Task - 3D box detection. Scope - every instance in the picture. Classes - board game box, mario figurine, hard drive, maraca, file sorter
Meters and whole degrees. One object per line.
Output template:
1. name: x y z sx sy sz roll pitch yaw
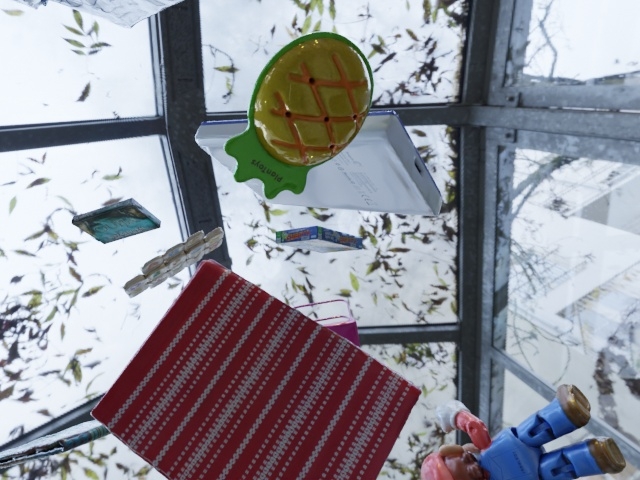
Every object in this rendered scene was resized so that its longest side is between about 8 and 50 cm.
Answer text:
1. board game box: -0.545 -0.049 1.230 0.186 0.026 0.126 -16 -31 12
2. mario figurine: 0.314 0.359 0.769 0.170 0.198 0.320 39 -60 -24
3. hard drive: -0.004 -0.107 0.680 0.210 0.318 0.040 41 -117 -51
4. maraca: -0.021 -0.126 0.482 0.127 0.099 0.186 29 -72 -31
5. file sorter: 0.018 0.351 1.420 0.201 0.182 0.291 -10 -70 -1
6. board game box: 0.000 0.000 1.191 0.201 0.136 0.035 13 -106 -51

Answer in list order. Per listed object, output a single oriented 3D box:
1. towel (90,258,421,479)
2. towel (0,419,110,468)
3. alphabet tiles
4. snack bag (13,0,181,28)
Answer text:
1. towel: -0.067 0.157 0.451 0.199 0.274 0.031 -56 -18 -17
2. towel: -0.478 0.407 1.025 0.271 0.370 0.040 -23 -102 24
3. alphabet tiles: -0.380 0.060 1.204 0.284 0.278 0.021 -33 -95 -23
4. snack bag: -0.392 -0.401 0.689 0.342 0.322 0.037 2 -84 -45
